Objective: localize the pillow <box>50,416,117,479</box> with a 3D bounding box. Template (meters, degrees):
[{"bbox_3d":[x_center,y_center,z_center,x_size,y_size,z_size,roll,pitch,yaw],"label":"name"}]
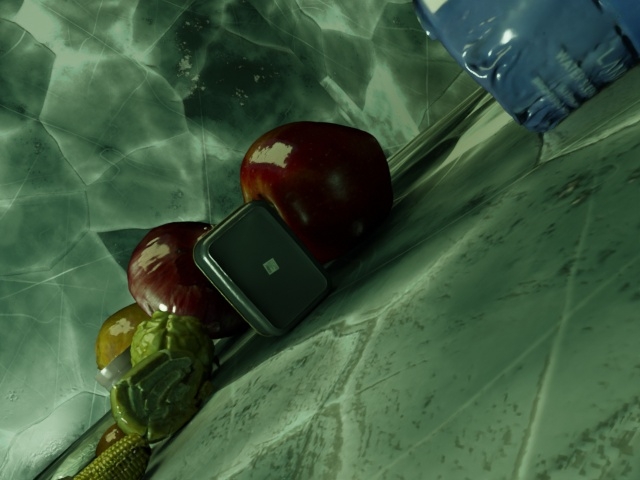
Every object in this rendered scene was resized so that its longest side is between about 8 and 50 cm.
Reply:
[{"bbox_3d":[-0.588,0.531,1.384,0.229,0.051,0.128,-43,1,9],"label":"pillow"}]

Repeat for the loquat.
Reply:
[{"bbox_3d":[-0.470,0.285,1.508,0.284,0.276,0.276,-40,3,-26],"label":"loquat"}]

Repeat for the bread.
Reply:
[{"bbox_3d":[-0.242,0.232,0.835,0.064,0.117,0.156,-40,4,46],"label":"bread"}]

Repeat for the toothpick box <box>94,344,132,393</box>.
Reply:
[{"bbox_3d":[-0.364,0.294,1.096,0.098,0.149,0.098,-41,4,4],"label":"toothpick box"}]

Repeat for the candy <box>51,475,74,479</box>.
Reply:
[{"bbox_3d":[-0.356,0.376,0.721,0.110,0.085,0.095,-53,-3,-7],"label":"candy"}]

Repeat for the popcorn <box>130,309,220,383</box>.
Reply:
[{"bbox_3d":[-0.275,0.221,1.040,0.142,0.173,0.173,-36,5,10],"label":"popcorn"}]

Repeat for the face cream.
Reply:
[{"bbox_3d":[0.266,-0.282,0.639,0.225,0.249,0.249,-40,4,31],"label":"face cream"}]

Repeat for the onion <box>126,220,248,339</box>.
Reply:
[{"bbox_3d":[-0.278,0.066,1.321,0.285,0.347,0.347,-55,-4,33],"label":"onion"}]

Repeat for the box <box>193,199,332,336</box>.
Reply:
[{"bbox_3d":[-0.089,0.044,0.859,0.144,0.201,0.090,-41,8,-16],"label":"box"}]

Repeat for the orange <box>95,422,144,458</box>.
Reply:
[{"bbox_3d":[-0.306,0.320,0.844,0.083,0.070,0.083,-53,-1,-2],"label":"orange"}]

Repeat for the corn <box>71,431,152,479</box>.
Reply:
[{"bbox_3d":[-0.291,0.325,0.672,0.203,0.072,0.072,-43,4,-39],"label":"corn"}]

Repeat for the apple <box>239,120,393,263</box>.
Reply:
[{"bbox_3d":[-0.008,-0.096,1.091,0.317,0.288,0.288,-32,-4,-42],"label":"apple"}]
